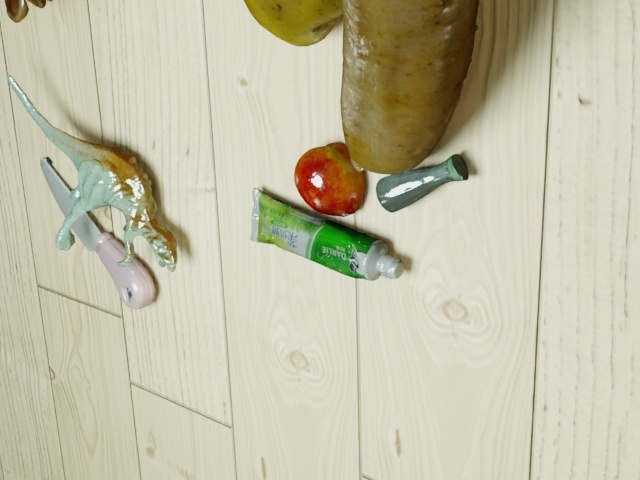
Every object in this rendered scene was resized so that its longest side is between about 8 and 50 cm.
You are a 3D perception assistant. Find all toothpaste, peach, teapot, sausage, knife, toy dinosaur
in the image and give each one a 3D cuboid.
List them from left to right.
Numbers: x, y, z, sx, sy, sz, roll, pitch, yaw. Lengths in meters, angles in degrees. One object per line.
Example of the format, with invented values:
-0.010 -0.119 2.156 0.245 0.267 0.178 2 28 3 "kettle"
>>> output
-0.352 -0.094 1.365 0.205 0.092 0.392 -35 80 41 "toy dinosaur"
-0.371 -0.012 1.464 0.336 0.043 0.081 47 138 27 "knife"
0.000 0.000 1.120 0.248 0.047 0.078 22 117 37 "toothpaste"
0.004 -0.069 1.078 0.098 0.061 0.098 9 105 36 "peach"
0.075 -0.204 0.800 0.500 0.136 0.123 78 175 -63 "sausage"
0.116 -0.065 0.996 0.111 0.043 0.042 -19 92 40 "teapot"

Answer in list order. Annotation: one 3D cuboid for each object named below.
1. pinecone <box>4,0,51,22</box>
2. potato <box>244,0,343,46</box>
-0.521 -0.468 1.182 0.384 0.384 0.384 16 116 37 "pinecone"
0.011 -0.363 0.911 0.369 0.196 0.176 119 159 -45 "potato"
